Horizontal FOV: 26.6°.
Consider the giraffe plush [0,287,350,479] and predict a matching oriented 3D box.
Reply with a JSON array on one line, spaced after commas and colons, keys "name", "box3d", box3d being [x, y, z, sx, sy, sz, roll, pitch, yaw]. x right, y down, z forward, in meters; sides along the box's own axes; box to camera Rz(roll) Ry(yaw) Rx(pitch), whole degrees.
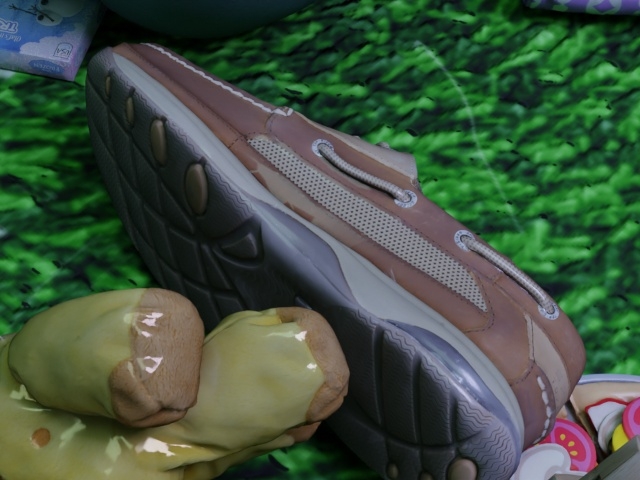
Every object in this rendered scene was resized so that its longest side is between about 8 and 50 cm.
[{"name": "giraffe plush", "box3d": [-0.097, 0.122, 0.595, 0.210, 0.181, 0.171, 3, 74, -13]}]

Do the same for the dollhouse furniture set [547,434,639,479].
[{"name": "dollhouse furniture set", "box3d": [0.252, 0.265, 0.554, 0.355, 0.174, 0.303, 11, 50, -24]}]

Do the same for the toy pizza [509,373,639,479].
[{"name": "toy pizza", "box3d": [0.155, 0.146, 0.652, 0.201, 0.032, 0.201, 1, 53, -2]}]

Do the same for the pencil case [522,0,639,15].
[{"name": "pencil case", "box3d": [0.228, -0.186, 0.877, 0.206, 0.086, 0.088, 4, 19, -2]}]

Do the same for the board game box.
[{"name": "board game box", "box3d": [-0.187, -0.147, 0.867, 0.090, 0.020, 0.090, 11, 54, 6]}]

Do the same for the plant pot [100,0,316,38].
[{"name": "plant pot", "box3d": [-0.070, -0.239, 0.819, 0.290, 0.195, 0.290, 8, 53, -10]}]

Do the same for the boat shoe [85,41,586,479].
[{"name": "boat shoe", "box3d": [0.000, 0.000, 0.713, 0.116, 0.123, 0.324, -31, 63, -34]}]
